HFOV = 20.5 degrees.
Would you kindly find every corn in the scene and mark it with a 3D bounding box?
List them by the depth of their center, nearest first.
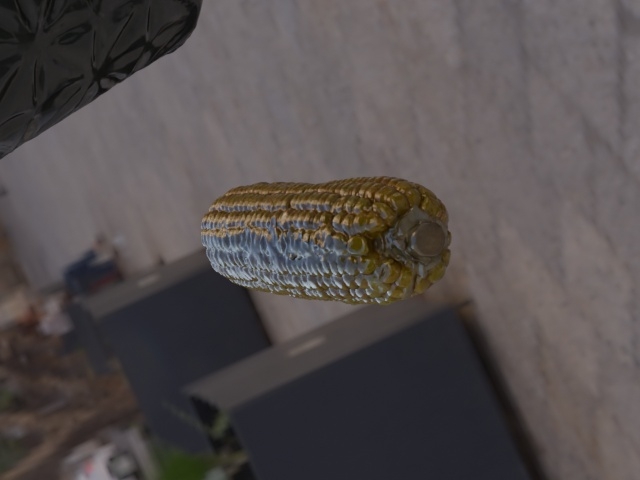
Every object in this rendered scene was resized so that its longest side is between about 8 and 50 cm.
[{"bbox_3d":[0.000,0.000,0.959,0.207,0.068,0.068,0,115,57],"label":"corn"}]

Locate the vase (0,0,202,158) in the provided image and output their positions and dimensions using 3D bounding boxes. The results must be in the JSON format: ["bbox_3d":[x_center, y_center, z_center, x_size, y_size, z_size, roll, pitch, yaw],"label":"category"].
[{"bbox_3d":[-0.194,-0.078,0.734,0.251,0.301,0.156,14,122,40],"label":"vase"}]
